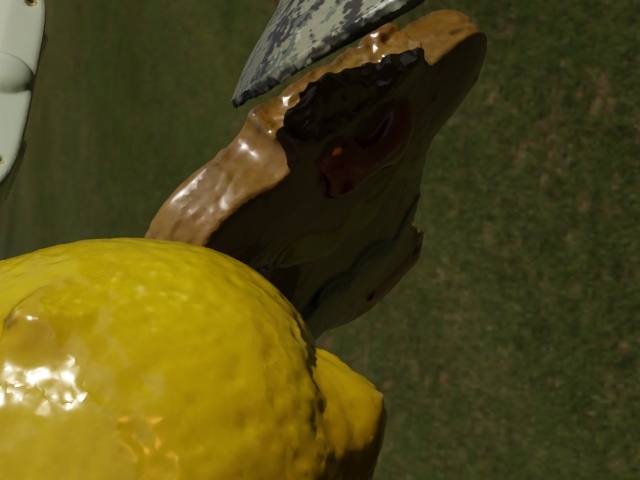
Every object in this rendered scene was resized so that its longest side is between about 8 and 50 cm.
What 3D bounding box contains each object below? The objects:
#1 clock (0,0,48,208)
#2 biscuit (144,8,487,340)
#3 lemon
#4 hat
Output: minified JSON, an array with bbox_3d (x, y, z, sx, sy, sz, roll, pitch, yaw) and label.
[{"bbox_3d":[-0.390,-0.139,0.922,0.108,0.324,0.265,128,149,-48],"label":"clock"},{"bbox_3d":[0.000,0.000,1.027,0.076,0.368,0.394,40,145,20],"label":"biscuit"},{"bbox_3d":[-0.107,0.113,0.541,0.233,0.288,0.233,-19,-90,-80],"label":"lemon"},{"bbox_3d":[0.031,-0.203,0.759,0.128,0.266,0.265,62,163,-8],"label":"hat"}]
